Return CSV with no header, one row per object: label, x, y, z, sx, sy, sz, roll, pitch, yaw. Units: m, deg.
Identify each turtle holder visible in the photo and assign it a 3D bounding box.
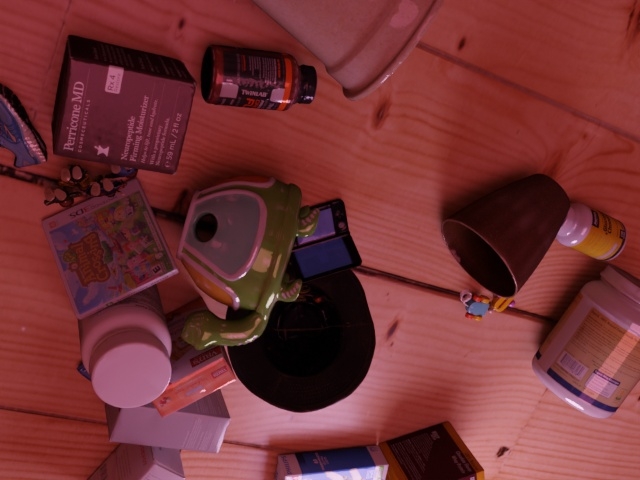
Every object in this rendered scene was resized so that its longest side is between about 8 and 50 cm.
turtle holder,-0.153,0.029,1.512,0.227,0.243,0.320,16,112,-9

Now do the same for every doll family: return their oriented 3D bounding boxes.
doll family,-0.399,-0.105,1.436,0.193,0.111,0.076,-6,84,-4

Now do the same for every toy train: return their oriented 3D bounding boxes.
toy train,0.391,0.113,1.861,0.166,0.046,0.125,-26,120,-9

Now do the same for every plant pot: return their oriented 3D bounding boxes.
plant pot,0.415,-0.032,1.717,0.230,0.215,0.215,-40,123,-13
plant pot,0.014,-0.449,1.309,0.305,0.334,0.333,29,103,-17

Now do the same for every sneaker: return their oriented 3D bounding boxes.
sneaker,-0.531,-0.190,1.368,0.073,0.063,0.162,-23,121,-3

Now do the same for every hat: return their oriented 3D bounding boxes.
hat,-0.043,0.198,1.662,0.331,0.331,0.134,-20,159,-9

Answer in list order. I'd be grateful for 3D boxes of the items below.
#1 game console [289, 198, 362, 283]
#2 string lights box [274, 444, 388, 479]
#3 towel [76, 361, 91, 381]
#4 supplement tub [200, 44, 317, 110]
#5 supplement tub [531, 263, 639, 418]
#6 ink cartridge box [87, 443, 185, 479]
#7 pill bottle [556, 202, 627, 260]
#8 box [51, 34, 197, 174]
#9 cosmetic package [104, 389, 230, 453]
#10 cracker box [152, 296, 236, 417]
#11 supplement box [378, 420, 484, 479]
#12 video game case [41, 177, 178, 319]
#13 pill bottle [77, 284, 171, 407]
game console,0.000,0.000,1.639,0.144,0.085,0.124,-17,120,-12
string lights box,0.022,0.579,1.945,0.260,0.077,0.133,-1,117,-19
towel,-0.430,0.242,1.641,0.119,0.029,0.067,-40,122,3
supplement tub,-0.109,-0.288,1.443,0.198,0.106,0.106,2,115,-20
supplement tub,0.678,0.237,1.916,0.228,0.228,0.316,23,107,-28
ink cartridge box,-0.397,0.511,1.716,0.093,0.154,0.212,36,100,-30
pill bottle,0.598,-0.026,1.827,0.184,0.103,0.103,20,108,-27
box,-0.335,-0.228,1.356,0.203,0.167,0.168,8,113,-23
cosmetic package,-0.321,0.360,1.684,0.238,0.127,0.107,12,110,-22
cracker box,-0.268,0.221,1.569,0.156,0.232,0.067,-27,122,-6
supplement box,0.271,0.573,1.963,0.194,0.191,0.129,-16,120,-12
video game case,-0.381,0.011,1.450,0.193,0.212,0.023,-26,155,-6
pill bottle,-0.361,0.170,1.480,0.160,0.283,0.160,-8,118,-15
